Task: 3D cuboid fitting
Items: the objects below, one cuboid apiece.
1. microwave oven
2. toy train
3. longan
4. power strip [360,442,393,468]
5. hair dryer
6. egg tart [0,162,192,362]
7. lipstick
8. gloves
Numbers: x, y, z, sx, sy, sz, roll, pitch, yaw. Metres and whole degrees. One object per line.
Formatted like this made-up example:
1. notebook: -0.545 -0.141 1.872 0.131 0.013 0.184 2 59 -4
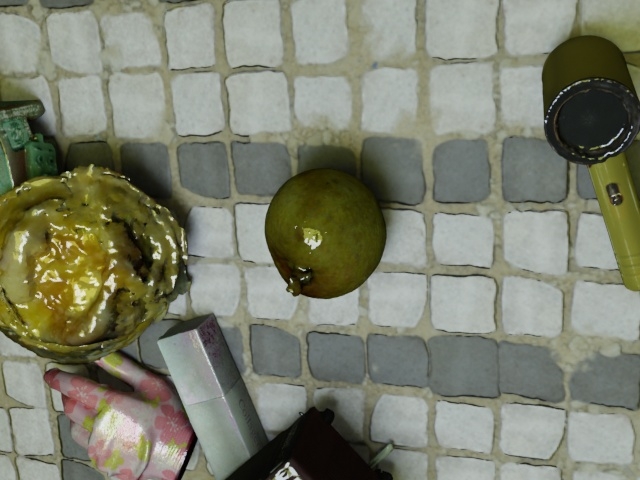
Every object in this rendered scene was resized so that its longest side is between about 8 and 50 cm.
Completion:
1. microwave oven: -0.043 0.361 0.998 0.247 0.178 0.188 -43 95 13
2. toy train: -0.511 -0.106 1.095 0.326 0.129 0.159 -3 103 17
3. longan: 0.000 0.000 0.943 0.145 0.176 0.154 -9 131 44
4. power strip: 0.029 0.319 1.099 0.175 0.042 0.075 -39 92 22
5. hair dryer: 0.306 -0.071 0.864 0.090 0.135 0.278 -16 118 21
6. egg tart: -0.305 0.049 1.037 0.297 0.132 0.297 -4 119 -7
7. lipstick: -0.125 0.260 1.116 0.068 0.066 0.317 -18 100 21
8. gloves: -0.289 0.245 1.138 0.241 0.126 0.145 21 114 4
